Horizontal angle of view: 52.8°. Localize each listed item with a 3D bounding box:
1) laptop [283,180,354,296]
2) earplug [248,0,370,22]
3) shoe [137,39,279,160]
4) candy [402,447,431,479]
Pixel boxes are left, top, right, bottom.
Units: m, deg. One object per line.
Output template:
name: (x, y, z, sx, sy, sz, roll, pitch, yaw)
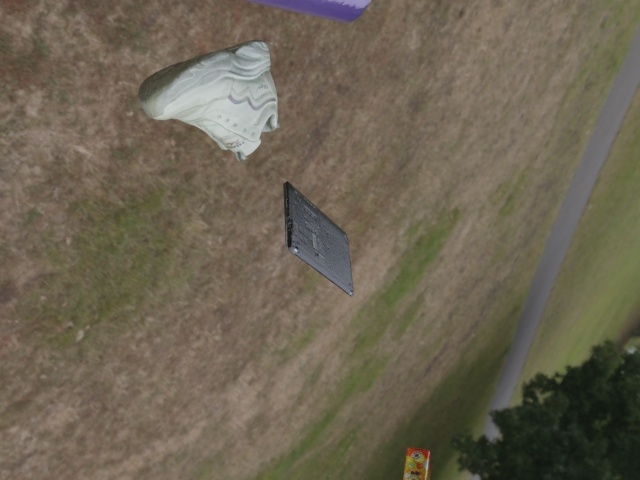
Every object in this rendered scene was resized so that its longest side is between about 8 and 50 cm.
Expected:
laptop: (0.000, 0.000, 1.005, 0.016, 0.129, 0.180, -22, 142, 24)
earplug: (-0.104, -0.634, 1.472, 0.456, 0.215, 0.215, -4, 125, -34)
shoe: (-0.183, -0.248, 1.217, 0.342, 0.132, 0.210, -41, 118, -51)
candy: (0.152, 0.399, 1.029, 0.122, 0.038, 0.062, -70, 156, -51)
